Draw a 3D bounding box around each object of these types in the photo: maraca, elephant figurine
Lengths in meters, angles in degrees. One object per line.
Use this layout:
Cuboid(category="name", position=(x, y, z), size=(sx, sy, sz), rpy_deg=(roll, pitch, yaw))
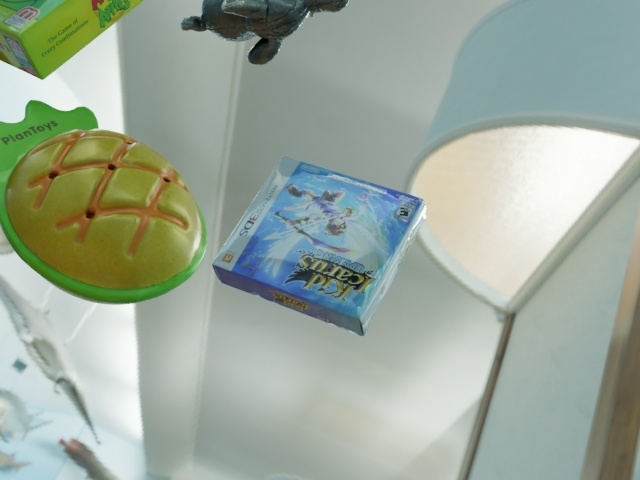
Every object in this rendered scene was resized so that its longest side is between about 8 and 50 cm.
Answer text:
Cuboid(category="maraca", position=(-0.158, -0.030, 0.561), size=(0.186, 0.127, 0.099), rpy_deg=(43, -44, 17))
Cuboid(category="elephant figurine", position=(-0.098, -0.393, 1.432), size=(0.169, 0.186, 0.239), rpy_deg=(10, 23, -37))

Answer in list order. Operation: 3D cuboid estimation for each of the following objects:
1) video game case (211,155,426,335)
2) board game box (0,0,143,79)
Cuboid(category="video game case", position=(0.000, 0.000, 1.356), size=(0.269, 0.244, 0.061), rpy_deg=(19, -28, 22))
Cuboid(category="board game box", position=(-0.187, -0.207, 0.656), size=(0.092, 0.181, 0.043), rpy_deg=(25, -30, 31))
